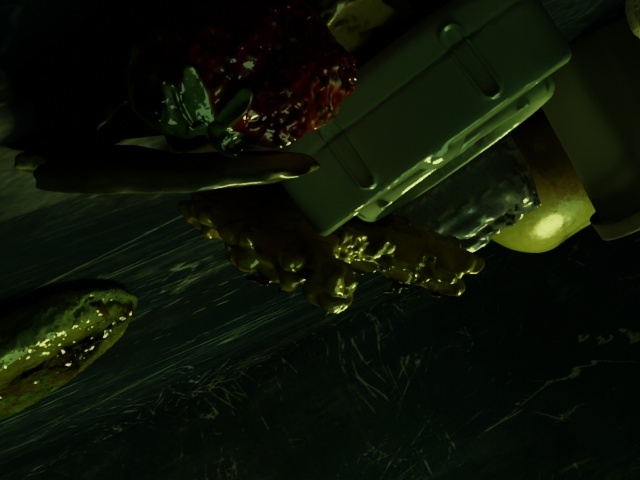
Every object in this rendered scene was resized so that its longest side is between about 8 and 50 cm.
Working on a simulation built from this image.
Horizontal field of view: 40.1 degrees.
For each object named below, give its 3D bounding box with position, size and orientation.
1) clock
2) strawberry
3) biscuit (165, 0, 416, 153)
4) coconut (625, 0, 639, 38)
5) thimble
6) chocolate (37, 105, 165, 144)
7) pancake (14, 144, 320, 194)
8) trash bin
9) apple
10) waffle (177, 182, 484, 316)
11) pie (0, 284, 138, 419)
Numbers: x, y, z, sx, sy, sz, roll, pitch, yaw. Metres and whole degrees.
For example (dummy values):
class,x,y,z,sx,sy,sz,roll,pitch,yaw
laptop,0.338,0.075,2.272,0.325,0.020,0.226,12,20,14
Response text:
class,x,y,z,sx,sy,sz,roll,pitch,yaw
clock,0.107,-0.120,0.841,0.265,0.108,0.324,-37,175,15
strawberry,-0.052,-0.118,0.561,0.192,0.140,0.085,-7,123,-16
biscuit,-0.033,-0.129,0.741,0.249,0.035,0.184,-33,167,23
coconut,0.401,-0.272,0.963,0.122,0.116,0.116,-16,162,-48
thimble,0.151,-0.060,1.130,0.236,0.172,0.205,-38,169,29
chocolate,-0.104,-0.087,0.623,0.183,0.028,0.086,-10,-164,-22
pancake,-0.107,-0.052,0.626,0.212,0.029,0.235,-5,-170,-31
trash bin,0.430,-0.156,1.168,0.220,0.250,0.219,-25,168,-16
apple,0.359,-0.094,1.405,0.261,0.194,0.261,-30,168,-7
waffle,0.000,0.000,0.883,0.293,0.260,0.069,1,111,-48
pie,-0.358,0.147,1.073,0.323,0.070,0.323,-29,169,-6
